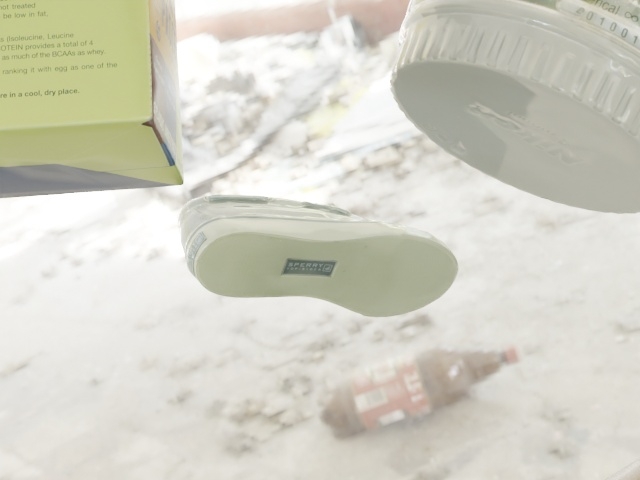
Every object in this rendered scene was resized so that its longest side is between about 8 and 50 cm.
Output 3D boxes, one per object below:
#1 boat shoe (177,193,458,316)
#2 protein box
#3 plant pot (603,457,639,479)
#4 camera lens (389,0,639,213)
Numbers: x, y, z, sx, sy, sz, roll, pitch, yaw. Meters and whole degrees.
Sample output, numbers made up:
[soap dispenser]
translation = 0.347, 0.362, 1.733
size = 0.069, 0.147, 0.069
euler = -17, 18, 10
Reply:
[boat shoe]
translation = -0.001, 0.001, 0.959
size = 0.228, 0.079, 0.081
euler = 7, 33, -30
[protein box]
translation = -0.192, -0.140, 0.771
size = 0.200, 0.201, 0.136
euler = -4, -13, 0
[plant pot]
translation = 0.356, 0.214, 0.991
size = 0.230, 0.215, 0.215
euler = -54, 4, 36
[camera lens]
translation = 0.191, -0.183, 0.850
size = 0.219, 0.219, 0.274
euler = 11, 70, 49
